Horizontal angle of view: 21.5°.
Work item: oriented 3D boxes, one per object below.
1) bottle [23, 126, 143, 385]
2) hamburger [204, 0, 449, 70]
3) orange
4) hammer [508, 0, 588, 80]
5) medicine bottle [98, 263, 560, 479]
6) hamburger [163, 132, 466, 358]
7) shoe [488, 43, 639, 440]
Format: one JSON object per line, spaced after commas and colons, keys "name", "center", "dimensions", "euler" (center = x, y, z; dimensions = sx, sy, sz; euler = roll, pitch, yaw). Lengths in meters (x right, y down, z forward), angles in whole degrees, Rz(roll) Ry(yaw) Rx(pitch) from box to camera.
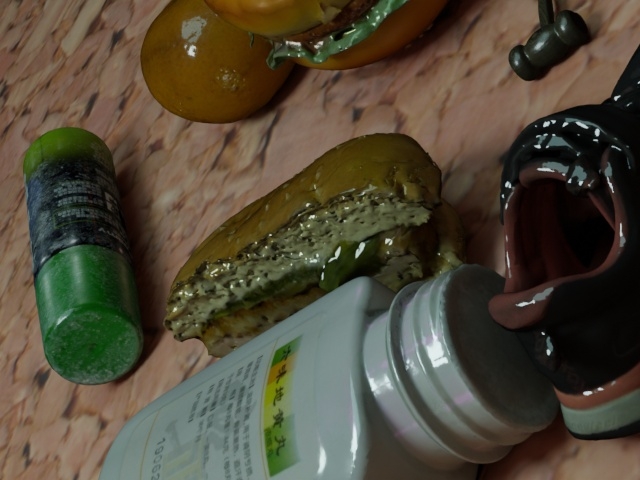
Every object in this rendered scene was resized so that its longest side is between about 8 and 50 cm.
{"name": "bottle", "center": [-0.223, 0.007, 1.567], "dimensions": [0.093, 0.093, 0.330], "euler": [-46, 29, 15]}
{"name": "hamburger", "center": [0.024, -0.243, 1.387], "dimensions": [0.246, 0.170, 0.246], "euler": [-24, 52, 35]}
{"name": "orange", "center": [-0.088, -0.175, 1.533], "dimensions": [0.156, 0.124, 0.156], "euler": [-41, 14, 13]}
{"name": "hammer", "center": [0.167, -0.229, 1.312], "dimensions": [0.058, 0.029, 0.292], "euler": [-34, 33, 28]}
{"name": "medicine bottle", "center": [-0.003, 0.131, 1.080], "dimensions": [0.324, 0.124, 0.179], "euler": [-34, 36, 35]}
{"name": "hamburger", "center": [0.000, 0.000, 1.211], "dimensions": [0.262, 0.124, 0.131], "euler": [-25, 39, 40]}
{"name": "shoe", "center": [0.168, -0.033, 0.982], "dimensions": [0.114, 0.137, 0.291], "euler": [-15, 46, 48]}
